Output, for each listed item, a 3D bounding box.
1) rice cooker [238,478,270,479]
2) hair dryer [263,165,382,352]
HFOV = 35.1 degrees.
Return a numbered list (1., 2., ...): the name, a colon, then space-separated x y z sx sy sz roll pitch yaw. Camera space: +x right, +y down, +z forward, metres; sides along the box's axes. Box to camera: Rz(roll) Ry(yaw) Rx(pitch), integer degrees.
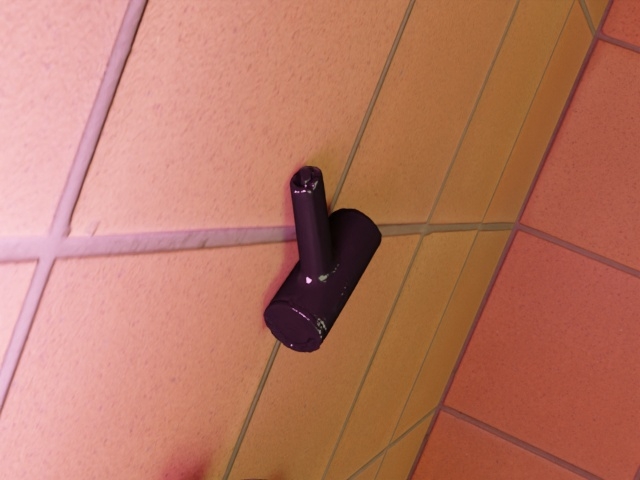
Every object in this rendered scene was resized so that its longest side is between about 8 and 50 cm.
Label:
1. rice cooker: -0.106 0.424 1.276 0.280 0.241 0.227 -35 160 4
2. hair dryer: 0.000 0.000 1.308 0.197 0.089 0.251 -55 154 -31
